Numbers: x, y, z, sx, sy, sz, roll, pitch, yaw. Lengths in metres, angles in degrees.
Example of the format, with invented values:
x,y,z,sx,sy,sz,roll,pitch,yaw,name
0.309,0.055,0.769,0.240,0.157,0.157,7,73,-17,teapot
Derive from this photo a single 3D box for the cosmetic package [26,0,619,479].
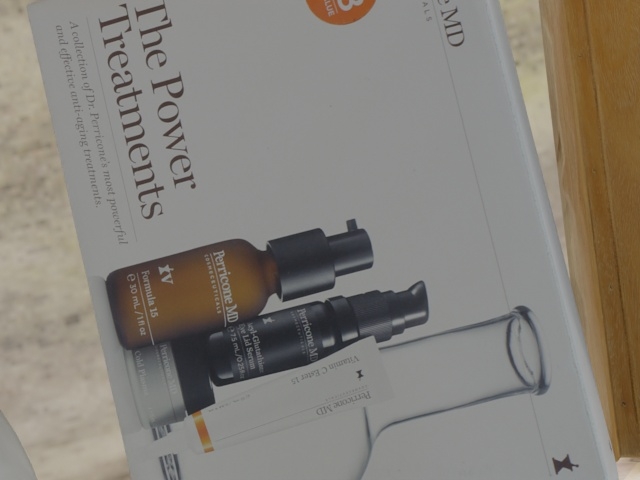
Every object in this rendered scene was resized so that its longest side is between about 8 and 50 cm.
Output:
x,y,z,sx,sy,sz,roll,pitch,yaw,name
0.000,0.000,1.037,0.284,0.377,0.097,-15,174,10,cosmetic package

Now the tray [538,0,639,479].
x,y,z,sx,sy,sz,roll,pitch,yaw,name
0.278,-0.030,1.190,0.203,0.411,0.076,1,154,-6,tray

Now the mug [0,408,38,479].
x,y,z,sx,sy,sz,roll,pitch,yaw,name
-0.258,0.100,0.530,0.276,0.374,0.328,-12,-173,28,mug
